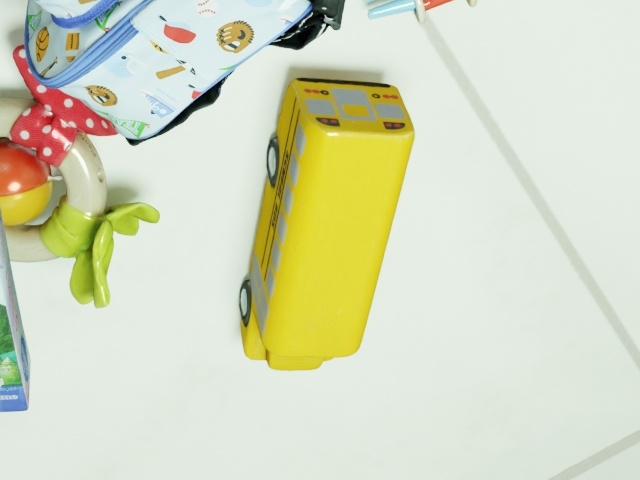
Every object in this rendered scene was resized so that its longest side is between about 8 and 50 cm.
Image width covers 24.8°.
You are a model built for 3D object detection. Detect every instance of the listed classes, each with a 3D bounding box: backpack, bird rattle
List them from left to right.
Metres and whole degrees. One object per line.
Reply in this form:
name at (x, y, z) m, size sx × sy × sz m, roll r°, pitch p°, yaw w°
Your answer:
bird rattle at (-0.259, -0.059, 1.325) m, size 0.207 × 0.143 × 0.253 m, roll -5°, pitch 127°, yaw 10°
backpack at (-0.128, -0.219, 1.153) m, size 0.213 × 0.276 × 0.263 m, roll 29°, pitch 122°, yaw -26°

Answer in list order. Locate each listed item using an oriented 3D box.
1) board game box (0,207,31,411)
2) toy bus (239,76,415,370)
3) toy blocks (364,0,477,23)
board game box at (-0.438, 0.069, 1.327) m, size 0.318 × 0.066 × 0.318 m, roll -3°, pitch 148°, yaw -6°
toy bus at (0.000, 0.000, 1.427) m, size 0.108 × 0.130 × 0.333 m, roll 2°, pitch 126°, yaw -16°
toy blocks at (0.105, -0.258, 1.304) m, size 0.148 × 0.054 × 0.123 m, roll -18°, pitch 130°, yaw 0°
